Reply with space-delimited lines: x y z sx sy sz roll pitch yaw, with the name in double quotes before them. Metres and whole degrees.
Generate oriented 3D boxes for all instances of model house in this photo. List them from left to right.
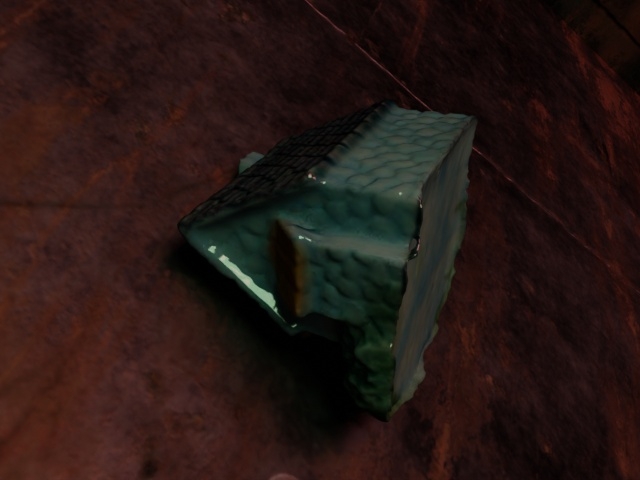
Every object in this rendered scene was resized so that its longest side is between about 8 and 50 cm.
"model house" 0.000 0.000 0.629 0.241 0.226 0.261 14 29 17
